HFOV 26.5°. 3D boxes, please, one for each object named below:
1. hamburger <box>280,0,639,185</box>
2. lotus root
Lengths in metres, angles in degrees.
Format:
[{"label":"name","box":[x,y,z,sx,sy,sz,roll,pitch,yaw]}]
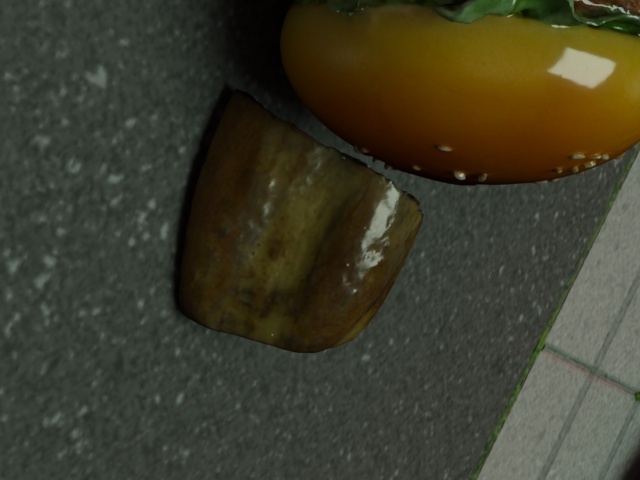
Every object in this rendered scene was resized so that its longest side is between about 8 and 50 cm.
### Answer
[{"label":"hamburger","box":[0.091,-0.113,0.751,0.246,0.246,0.170,-2,104,-50]},{"label":"lotus root","box":[-0.003,0.002,0.805,0.159,0.095,0.135,19,94,-46]}]
